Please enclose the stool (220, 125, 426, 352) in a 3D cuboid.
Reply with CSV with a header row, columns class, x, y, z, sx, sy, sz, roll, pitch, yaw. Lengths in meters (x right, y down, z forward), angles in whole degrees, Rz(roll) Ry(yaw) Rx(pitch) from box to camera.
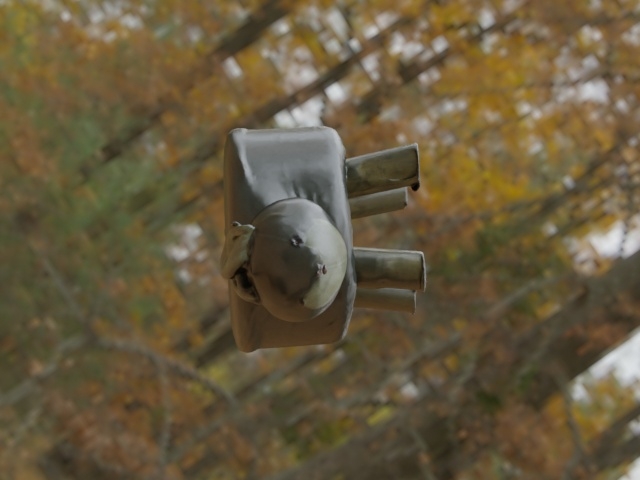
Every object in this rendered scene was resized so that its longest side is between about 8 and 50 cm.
class,x,y,z,sx,sy,sz,roll,pitch,yaw
stool,0.000,0.009,1.271,0.228,0.139,0.153,-99,-173,-60
